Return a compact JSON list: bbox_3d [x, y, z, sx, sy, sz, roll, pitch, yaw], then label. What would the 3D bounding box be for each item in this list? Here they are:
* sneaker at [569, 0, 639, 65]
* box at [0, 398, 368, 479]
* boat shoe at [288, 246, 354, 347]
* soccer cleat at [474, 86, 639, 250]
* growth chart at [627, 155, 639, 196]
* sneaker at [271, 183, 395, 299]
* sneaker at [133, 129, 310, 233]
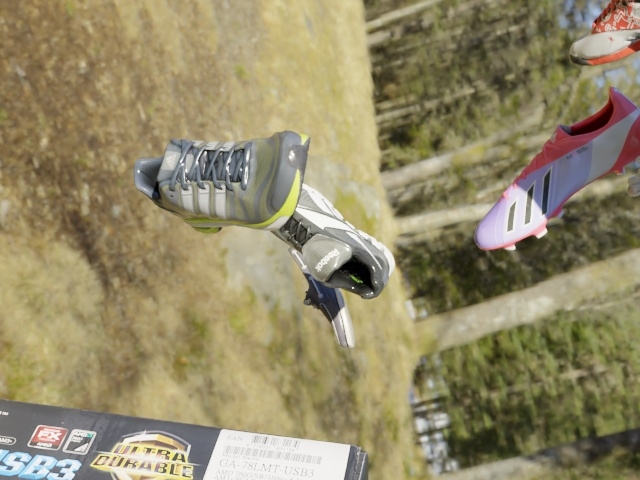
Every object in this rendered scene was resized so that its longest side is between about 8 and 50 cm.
[{"bbox_3d":[0.461,-0.355,1.402,0.270,0.090,0.145,-5,-57,56],"label":"sneaker"},{"bbox_3d":[-0.119,0.229,0.591,0.073,0.294,0.295,-69,161,-51],"label":"box"},{"bbox_3d":[0.002,0.088,1.555,0.075,0.065,0.206,62,8,-69],"label":"boat shoe"},{"bbox_3d":[0.279,-0.082,1.140,0.095,0.248,0.083,50,14,-19],"label":"soccer cleat"},{"bbox_3d":[0.421,-0.124,1.008,0.237,0.172,0.021,84,-10,-63],"label":"growth chart"},{"bbox_3d":[0.000,0.000,1.244,0.234,0.078,0.106,35,22,-12],"label":"sneaker"},{"bbox_3d":[-0.120,-0.071,1.104,0.121,0.300,0.111,19,71,-33],"label":"sneaker"}]
